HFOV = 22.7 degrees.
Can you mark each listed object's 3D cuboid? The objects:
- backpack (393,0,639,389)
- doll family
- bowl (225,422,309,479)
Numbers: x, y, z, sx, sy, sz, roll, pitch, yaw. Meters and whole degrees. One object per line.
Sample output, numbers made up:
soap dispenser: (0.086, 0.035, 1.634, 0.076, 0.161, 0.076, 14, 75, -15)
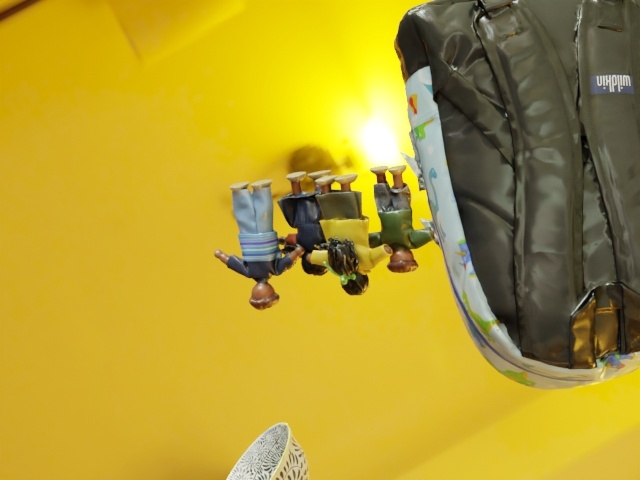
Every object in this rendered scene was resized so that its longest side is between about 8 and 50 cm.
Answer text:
backpack: (0.228, -0.038, 1.505, 0.273, 0.290, 0.355, 106, -27, -65)
doll family: (0.000, 0.000, 1.357, 0.193, 0.076, 0.111, -1, -77, 35)
bowl: (-0.063, 0.333, 2.109, 0.080, 0.170, 0.170, 36, 1, -14)
